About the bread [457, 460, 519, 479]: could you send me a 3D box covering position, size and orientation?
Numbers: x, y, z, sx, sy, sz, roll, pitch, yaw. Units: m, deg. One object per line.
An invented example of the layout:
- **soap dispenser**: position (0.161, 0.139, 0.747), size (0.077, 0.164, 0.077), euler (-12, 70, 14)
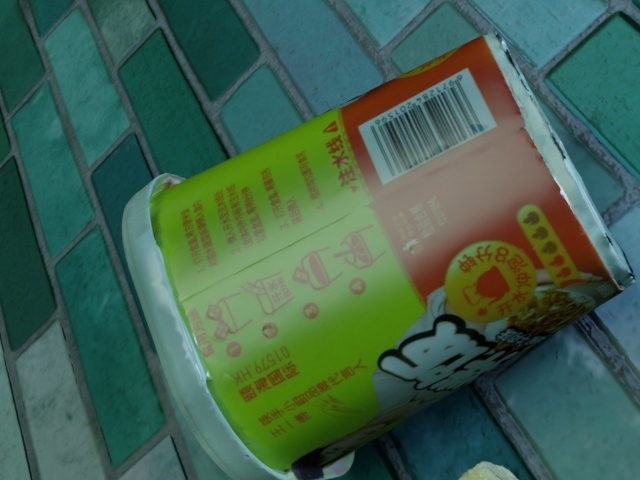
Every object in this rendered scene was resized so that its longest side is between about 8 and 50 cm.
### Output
- **bread**: position (0.147, 0.256, 0.665), size (0.125, 0.068, 0.188), euler (-55, 45, 3)

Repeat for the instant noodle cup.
- **instant noodle cup**: position (0.055, 0.011, 0.737), size (0.308, 0.294, 0.294), euler (-29, 52, 17)
